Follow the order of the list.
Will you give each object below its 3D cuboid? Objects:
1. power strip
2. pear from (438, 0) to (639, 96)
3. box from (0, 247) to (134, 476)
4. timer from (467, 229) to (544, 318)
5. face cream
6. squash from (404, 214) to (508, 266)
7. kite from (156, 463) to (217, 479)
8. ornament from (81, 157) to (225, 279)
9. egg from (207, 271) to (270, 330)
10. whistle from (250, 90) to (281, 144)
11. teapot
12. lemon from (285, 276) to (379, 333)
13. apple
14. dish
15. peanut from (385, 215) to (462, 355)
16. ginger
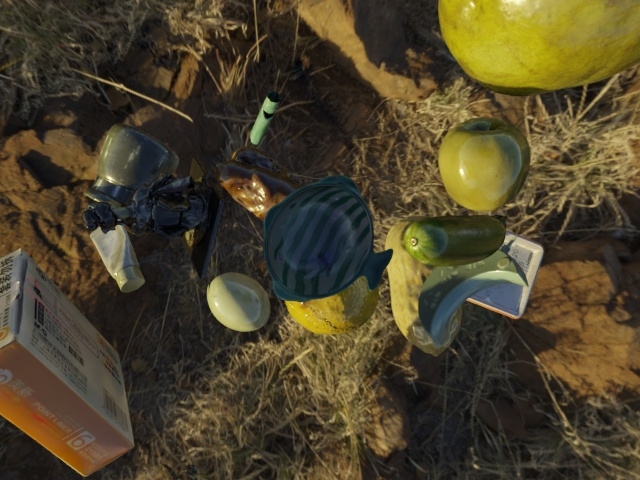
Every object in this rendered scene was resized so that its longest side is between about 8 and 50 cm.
[{"bbox_3d":[0.254,0.072,0.886,0.216,0.137,0.044,-40,122,14],"label":"power strip"},{"bbox_3d":[0.354,-0.385,0.778,0.351,0.413,0.353,0,85,-2],"label":"pear"},{"bbox_3d":[-0.385,0.174,0.759,0.091,0.221,0.274,-29,127,-9],"label":"box"},{"bbox_3d":[0.553,0.091,1.719,0.249,0.161,0.258,23,85,-19],"label":"timer"},{"bbox_3d":[-0.580,0.037,1.512,0.114,0.070,0.224,-37,69,10],"label":"face cream"},{"bbox_3d":[0.188,-0.001,0.695,0.252,0.066,0.066,-4,97,-48],"label":"squash"},{"bbox_3d":[-0.240,0.495,1.066,0.169,0.309,0.015,30,69,-39],"label":"kite"},{"bbox_3d":[-0.276,-0.046,0.830,0.195,0.153,0.167,1,122,-35],"label":"ornament"},{"bbox_3d":[-0.281,0.215,1.829,0.253,0.186,0.187,39,87,-25],"label":"egg"},{"bbox_3d":[-0.147,-0.315,1.366,0.039,0.186,0.039,10,63,-19],"label":"whistle"},{"bbox_3d":[-0.622,-0.198,1.609,0.305,0.223,0.285,23,81,18],"label":"teapot"},{"bbox_3d":[0.038,0.140,1.502,0.310,0.257,0.258,0,96,-48],"label":"lemon"},{"bbox_3d":[0.454,-0.215,1.464,0.262,0.262,0.263,-1,95,-10],"label":"apple"},{"bbox_3d":[0.000,0.000,0.885,0.246,0.078,0.224,26,92,-28],"label":"dish"},{"bbox_3d":[0.211,0.082,1.090,0.152,0.152,0.313,5,62,-11],"label":"peanut"},{"bbox_3d":[-0.154,-0.165,1.803,0.418,0.254,0.176,36,122,-10],"label":"ginger"}]
